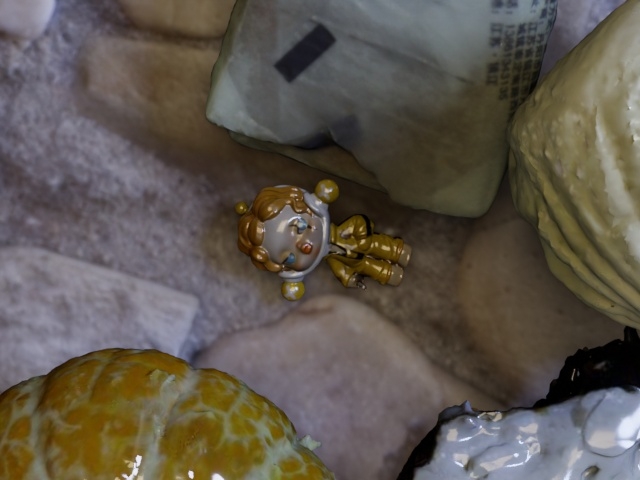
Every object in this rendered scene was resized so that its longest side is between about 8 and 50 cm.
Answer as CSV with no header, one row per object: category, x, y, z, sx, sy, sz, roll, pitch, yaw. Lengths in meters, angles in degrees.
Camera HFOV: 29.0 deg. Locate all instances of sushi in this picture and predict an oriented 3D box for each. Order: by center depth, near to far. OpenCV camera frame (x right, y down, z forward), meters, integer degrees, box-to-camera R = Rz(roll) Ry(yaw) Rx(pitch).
sushi,0.213,0.197,0.941,0.349,0.207,0.234,-5,73,-5

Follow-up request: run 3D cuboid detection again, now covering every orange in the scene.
orange,-0.137,0.244,0.915,0.329,0.249,0.329,0,87,9

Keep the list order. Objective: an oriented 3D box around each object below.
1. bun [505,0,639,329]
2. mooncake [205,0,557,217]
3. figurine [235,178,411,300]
bun,0.315,-0.042,0.869,0.349,0.352,0.227,-17,67,21
mooncake,0.057,-0.164,0.990,0.250,0.136,0.254,21,111,7
figurine,0.003,-0.004,1.027,0.143,0.068,0.101,-6,109,-1
